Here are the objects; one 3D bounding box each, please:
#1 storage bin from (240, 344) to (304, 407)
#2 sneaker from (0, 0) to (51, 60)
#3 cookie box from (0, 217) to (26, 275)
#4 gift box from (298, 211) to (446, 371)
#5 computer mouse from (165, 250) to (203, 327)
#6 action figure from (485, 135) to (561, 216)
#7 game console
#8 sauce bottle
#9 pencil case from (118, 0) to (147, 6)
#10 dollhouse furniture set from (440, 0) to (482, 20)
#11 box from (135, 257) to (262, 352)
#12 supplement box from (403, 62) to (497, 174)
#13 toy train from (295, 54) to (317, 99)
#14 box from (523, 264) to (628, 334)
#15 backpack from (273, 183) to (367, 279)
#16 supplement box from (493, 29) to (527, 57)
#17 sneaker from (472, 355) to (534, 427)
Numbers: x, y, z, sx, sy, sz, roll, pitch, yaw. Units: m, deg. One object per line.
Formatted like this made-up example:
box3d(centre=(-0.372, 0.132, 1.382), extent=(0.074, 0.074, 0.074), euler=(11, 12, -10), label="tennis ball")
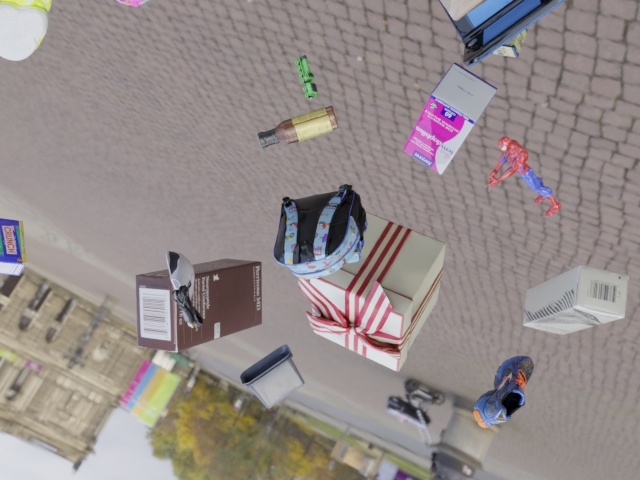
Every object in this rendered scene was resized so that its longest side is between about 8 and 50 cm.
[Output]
box3d(centre=(-0.109, 0.324, 1.655), extent=(0.091, 0.135, 0.098), euler=(59, 173, -14), label="storage bin")
box3d(centre=(-0.499, -0.431, 1.198), extent=(0.091, 0.240, 0.126), euler=(16, -145, -25), label="sneaker")
box3d(centre=(-0.558, 0.006, 1.181), extent=(0.107, 0.091, 0.040), euler=(9, 141, -42), label="cookie box")
box3d(centre=(0.111, 0.104, 1.550), extent=(0.255, 0.258, 0.276), euler=(19, 144, 24), label="gift box")
box3d(centre=(-0.264, 0.079, 1.364), extent=(0.193, 0.042, 0.106), euler=(-117, 5, -51), label="computer mouse")
box3d(centre=(0.479, -0.144, 1.733), extent=(0.280, 0.139, 0.091), euler=(46, -168, -39), label="action figure")
box3d(centre=(0.445, -0.618, 1.766), extent=(0.293, 0.250, 0.173), euler=(-33, 110, 30), label="game console")
box3d(centre=(-0.037, -0.179, 1.119), extent=(0.128, 0.042, 0.042), euler=(-15, 158, 4), label="sauce bottle")
box3d(centre=(-0.393, -0.555, 1.477), extent=(0.104, 0.104, 0.236), euler=(35, -166, -24), label="pencil case")
box3d(centre=(0.273, -0.677, 1.369), extent=(0.394, 0.256, 0.362), euler=(54, 146, -5), label="dollhouse furniture set")
box3d(centre=(-0.313, 0.164, 1.876), extent=(0.143, 0.191, 0.381), euler=(3, -173, 27), label="box")
box3d(centre=(0.280, -0.262, 1.544), extent=(0.111, 0.114, 0.220), euler=(33, 155, 6), label="supplement box")
box3d(centre=(-0.023, -0.270, 1.152), extent=(0.017, 0.083, 0.024), euler=(2, 153, -37), label="toy train")
box3d(centre=(0.547, 0.134, 1.526), extent=(0.113, 0.094, 0.275), euler=(13, 164, -2), label="box")
box3d(centre=(0.000, 0.000, 1.251), extent=(0.158, 0.173, 0.117), euler=(-11, 132, 20), label="backpack")
box3d(centre=(0.519, -0.565, 1.953), extent=(0.083, 0.083, 0.056), euler=(18, 174, 31), label="supplement box")
box3d(centre=(0.445, 0.351, 1.624), extent=(0.087, 0.221, 0.083), euler=(-16, 114, 52), label="sneaker")
